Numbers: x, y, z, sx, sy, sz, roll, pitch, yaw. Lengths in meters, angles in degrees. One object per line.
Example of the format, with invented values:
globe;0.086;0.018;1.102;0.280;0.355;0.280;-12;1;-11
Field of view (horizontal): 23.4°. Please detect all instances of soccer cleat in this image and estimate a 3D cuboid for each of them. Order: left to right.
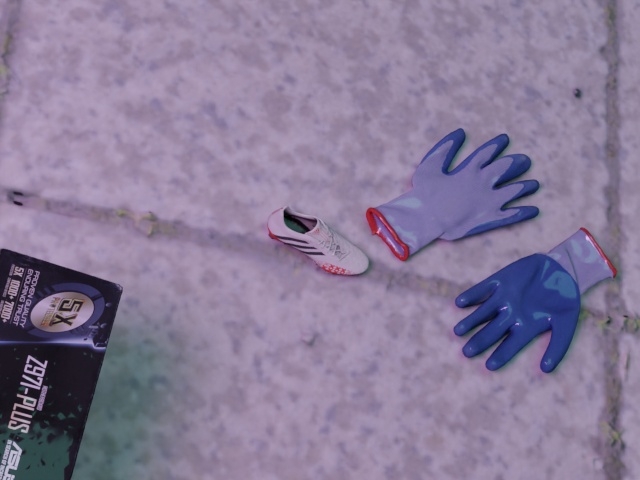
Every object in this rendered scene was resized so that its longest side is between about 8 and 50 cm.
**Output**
soccer cleat;0.000;0.000;1.140;0.083;0.035;0.029;28;60;-7

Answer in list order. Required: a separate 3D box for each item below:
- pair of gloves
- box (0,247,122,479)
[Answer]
pair of gloves;0.137;0.009;1.197;0.159;0.023;0.198;-32;80;-27
box;-0.190;0.110;0.935;0.078;0.180;0.147;19;62;-12
